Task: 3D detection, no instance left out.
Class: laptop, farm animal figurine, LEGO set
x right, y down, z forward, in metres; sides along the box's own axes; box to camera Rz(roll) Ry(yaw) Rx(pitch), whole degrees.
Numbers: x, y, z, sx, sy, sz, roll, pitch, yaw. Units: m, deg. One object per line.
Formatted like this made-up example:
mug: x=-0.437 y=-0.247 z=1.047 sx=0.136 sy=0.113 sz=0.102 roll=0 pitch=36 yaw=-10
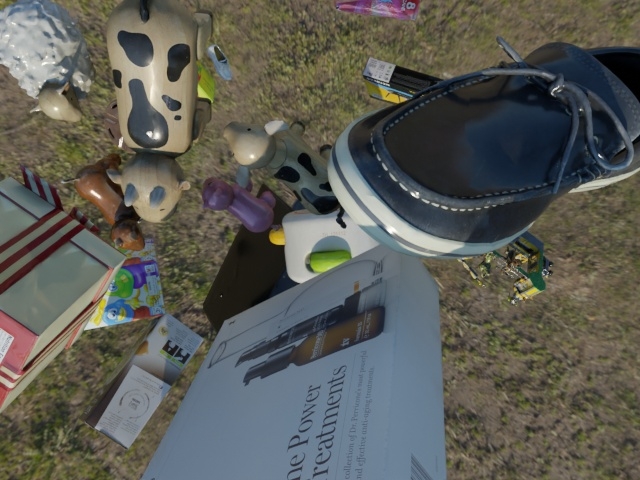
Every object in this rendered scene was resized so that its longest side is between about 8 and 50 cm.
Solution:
laptop: x=-0.060 y=0.131 z=1.365 sx=0.408 sy=0.236 sz=0.382 roll=27 pitch=102 yaw=-2
farm animal figurine: x=-0.146 y=-0.112 z=0.610 sx=0.330 sy=0.172 sz=0.326 roll=-10 pitch=120 yaw=5
LEGO set: x=0.498 y=0.049 z=1.666 sx=0.331 sy=0.192 sz=0.255 roll=28 pitch=50 yaw=-17

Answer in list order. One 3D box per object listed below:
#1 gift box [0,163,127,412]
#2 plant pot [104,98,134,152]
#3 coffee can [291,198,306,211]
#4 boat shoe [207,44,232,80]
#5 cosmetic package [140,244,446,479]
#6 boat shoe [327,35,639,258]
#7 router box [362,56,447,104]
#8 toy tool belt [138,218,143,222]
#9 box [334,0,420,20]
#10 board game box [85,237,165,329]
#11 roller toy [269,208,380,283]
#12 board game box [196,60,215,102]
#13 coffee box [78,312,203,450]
gift box: x=-0.491 y=0.058 z=0.870 sx=0.276 sy=0.258 sz=0.255 roll=41 pitch=119 yaw=-8
plant pot: x=-0.409 y=-0.289 z=1.338 sx=0.167 sy=0.165 sz=0.167 roll=10 pitch=117 yaw=20
coffee can: x=0.000 y=0.000 z=1.700 sx=0.202 sy=0.275 sz=0.201 roll=2 pitch=63 yaw=-4
boat shoe: x=-0.257 y=-0.464 z=1.466 sx=0.035 sy=0.035 sz=0.100 roll=-41 pitch=121 yaw=-27
cosmetic package: x=-0.023 y=0.168 z=0.570 sx=0.284 sy=0.377 sz=0.097 roll=-30 pitch=109 yaw=22
boat shoe: x=0.219 y=-0.117 z=0.574 sx=0.500 sy=0.156 sz=0.187 roll=-16 pitch=64 yaw=-34
router box: x=0.189 y=-0.330 z=1.230 sx=0.179 sy=0.133 sz=0.046 roll=22 pitch=88 yaw=15
toy tool belt: x=-0.514 y=-0.081 z=1.577 sx=0.052 sy=0.083 sz=0.051 roll=34 pitch=121 yaw=-13
box: x=0.102 y=-0.504 z=1.003 sx=0.142 sy=0.300 sz=0.154 roll=8 pitch=121 yaw=-4
board game box: x=-0.505 y=0.102 z=1.272 sx=0.275 sy=0.144 sz=0.142 roll=-10 pitch=114 yaw=-16
roller toy: x=0.022 y=-0.004 z=1.093 sx=0.191 sy=0.209 sz=0.146 roll=-11 pitch=99 yaw=-35
board game box: x=-0.255 y=-0.291 z=0.944 sx=0.092 sy=0.181 sz=0.043 roll=1 pitch=77 yaw=12
coffee box: x=-0.359 y=0.277 z=1.126 sx=0.098 sy=0.141 sz=0.246 roll=39 pitch=63 yaw=-13
